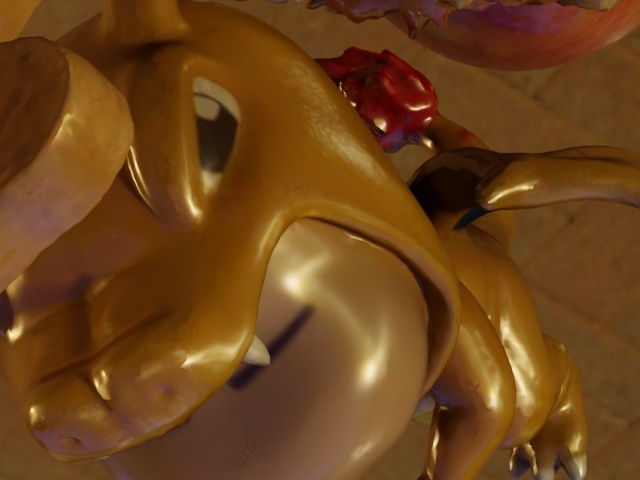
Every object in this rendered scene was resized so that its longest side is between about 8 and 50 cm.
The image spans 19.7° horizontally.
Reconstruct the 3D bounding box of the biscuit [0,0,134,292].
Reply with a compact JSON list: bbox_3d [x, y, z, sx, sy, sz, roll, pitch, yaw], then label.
[{"bbox_3d":[-0.125,-0.050,0.458,0.236,0.144,0.040,0,149,40],"label":"biscuit"}]

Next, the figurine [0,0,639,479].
[{"bbox_3d":[-0.029,-0.005,0.948,0.401,0.268,0.387,35,-173,39],"label":"figurine"}]

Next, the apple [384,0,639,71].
[{"bbox_3d":[0.086,-0.219,1.225,0.293,0.163,0.251,54,155,-22],"label":"apple"}]

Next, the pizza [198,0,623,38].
[{"bbox_3d":[0.032,-0.188,0.598,0.114,0.277,0.409,-16,161,-28],"label":"pizza"}]
